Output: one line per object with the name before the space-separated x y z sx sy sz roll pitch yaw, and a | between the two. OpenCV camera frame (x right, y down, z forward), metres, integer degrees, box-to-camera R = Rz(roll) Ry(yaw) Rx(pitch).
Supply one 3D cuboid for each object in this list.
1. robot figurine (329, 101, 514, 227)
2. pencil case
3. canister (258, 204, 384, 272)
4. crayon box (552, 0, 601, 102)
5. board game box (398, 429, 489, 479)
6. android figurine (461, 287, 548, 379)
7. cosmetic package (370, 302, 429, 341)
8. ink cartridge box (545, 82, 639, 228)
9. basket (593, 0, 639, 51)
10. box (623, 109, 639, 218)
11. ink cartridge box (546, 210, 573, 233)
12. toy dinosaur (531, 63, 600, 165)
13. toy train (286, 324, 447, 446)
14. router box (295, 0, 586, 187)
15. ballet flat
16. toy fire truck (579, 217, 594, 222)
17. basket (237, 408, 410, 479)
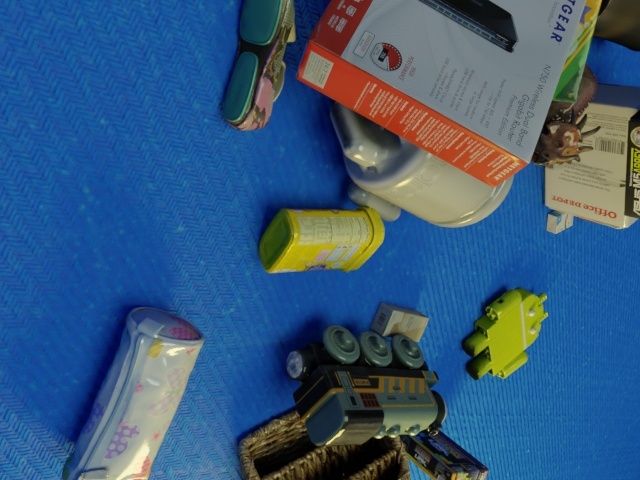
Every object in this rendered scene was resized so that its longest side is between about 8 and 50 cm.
robot figurine | 0.178 -0.139 0.867 0.354 0.199 0.300 20 134 -39
pencil case | -0.267 0.232 0.762 0.124 0.114 0.272 17 98 -62
canister | 0.000 0.000 0.859 0.170 0.073 0.126 -1 146 -34
crayon box | 0.350 -0.405 0.884 0.203 0.083 0.322 8 109 5
board game box | 0.277 0.499 1.234 0.141 0.170 0.048 13 100 -40
android figurine | 0.469 0.228 1.332 0.273 0.056 0.248 -30 124 -20
cosmetic package | 0.163 0.168 1.092 0.115 0.041 0.060 15 100 -39
ink cartridge box | 0.602 -0.187 1.153 0.114 0.197 0.272 -29 124 -25
basket | 0.587 -0.481 1.053 0.227 0.154 0.204 -11 113 -28
box | 0.699 -0.197 1.054 0.270 0.060 0.216 -36 127 -24
ink cartridge box | 0.597 -0.054 1.317 0.083 0.028 0.048 -23 122 -27
toy dinosaur | 0.459 -0.254 1.019 0.127 0.200 0.295 32 89 -40
toy train | 0.092 0.270 0.971 0.334 0.190 0.142 15 129 -38
router box | 0.175 -0.286 0.714 0.301 0.082 0.335 28 69 -4
ballet flat | -0.074 -0.257 0.727 0.079 0.077 0.221 -8 120 -53
toy fire truck | 0.762 -0.116 1.383 0.192 0.047 0.135 -4 107 -24
basket | 0.023 0.448 1.000 0.299 0.214 0.222 -17 119 -30
